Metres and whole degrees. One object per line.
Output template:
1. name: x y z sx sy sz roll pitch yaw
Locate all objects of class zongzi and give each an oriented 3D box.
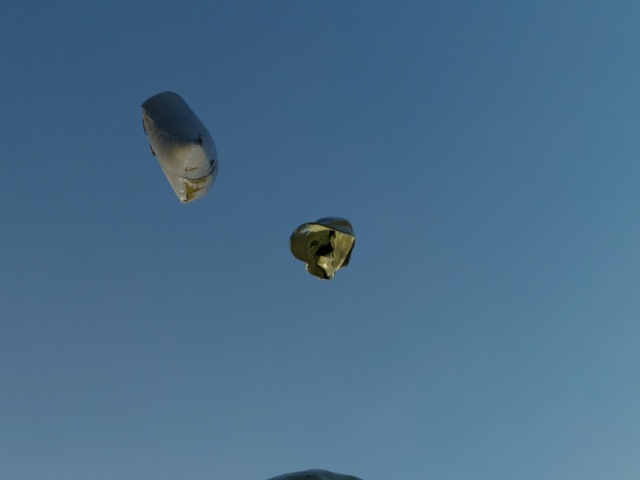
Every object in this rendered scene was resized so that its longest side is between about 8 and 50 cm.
1. zongzi: -0.272 -0.215 1.271 0.115 0.228 0.256 -24 -12 -14

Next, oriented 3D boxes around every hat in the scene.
1. hat: -0.001 0.003 1.147 0.122 0.081 0.166 -31 -26 20

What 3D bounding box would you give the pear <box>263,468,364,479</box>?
1. pear: -0.042 0.361 0.616 0.253 0.253 0.307 27 -84 -44
